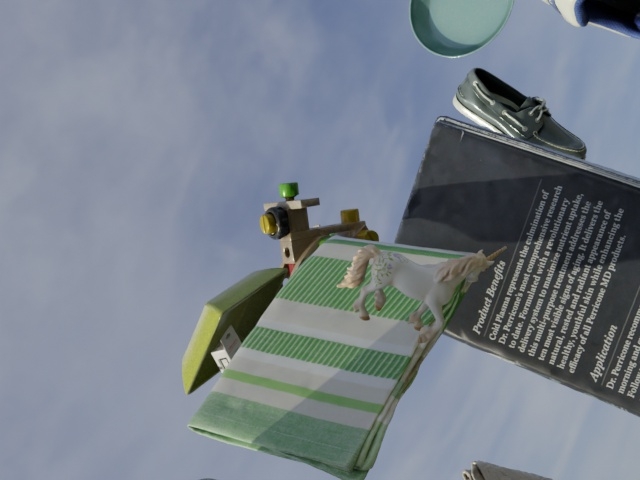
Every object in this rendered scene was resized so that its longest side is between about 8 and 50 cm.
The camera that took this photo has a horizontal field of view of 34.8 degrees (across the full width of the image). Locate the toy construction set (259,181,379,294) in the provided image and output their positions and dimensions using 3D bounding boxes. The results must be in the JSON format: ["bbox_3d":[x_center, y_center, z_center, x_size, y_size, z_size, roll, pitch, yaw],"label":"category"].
[{"bbox_3d":[0.000,0.000,1.857,0.309,0.257,0.237,-166,60,-82],"label":"toy construction set"}]

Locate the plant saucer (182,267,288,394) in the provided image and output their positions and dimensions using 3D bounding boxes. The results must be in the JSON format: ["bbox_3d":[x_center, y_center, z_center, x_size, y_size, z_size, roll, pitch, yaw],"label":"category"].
[{"bbox_3d":[-0.147,0.133,1.626,0.188,0.045,0.188,-35,-24,-52],"label":"plant saucer"}]

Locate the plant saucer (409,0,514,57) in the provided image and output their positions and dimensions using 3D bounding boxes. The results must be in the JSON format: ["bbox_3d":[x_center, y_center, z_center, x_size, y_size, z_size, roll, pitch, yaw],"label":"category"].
[{"bbox_3d":[0.148,-0.243,1.046,0.021,0.119,0.119,13,-86,-55],"label":"plant saucer"}]

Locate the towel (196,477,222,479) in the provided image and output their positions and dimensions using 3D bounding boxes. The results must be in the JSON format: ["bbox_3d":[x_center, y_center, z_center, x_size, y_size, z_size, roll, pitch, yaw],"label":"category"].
[{"bbox_3d":[-0.105,0.268,0.925,0.332,0.317,0.053,9,-97,-47],"label":"towel"}]

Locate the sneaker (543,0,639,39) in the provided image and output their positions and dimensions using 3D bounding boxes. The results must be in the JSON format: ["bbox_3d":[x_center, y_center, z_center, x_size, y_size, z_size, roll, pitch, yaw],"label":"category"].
[{"bbox_3d":[0.321,-0.225,0.930,0.296,0.131,0.112,-2,-42,-18],"label":"sneaker"}]

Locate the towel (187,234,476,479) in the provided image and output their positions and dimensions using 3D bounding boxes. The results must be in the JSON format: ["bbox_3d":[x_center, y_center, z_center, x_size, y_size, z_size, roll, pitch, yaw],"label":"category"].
[{"bbox_3d":[0.022,0.124,1.218,0.325,0.248,0.038,-56,-43,-31],"label":"towel"}]

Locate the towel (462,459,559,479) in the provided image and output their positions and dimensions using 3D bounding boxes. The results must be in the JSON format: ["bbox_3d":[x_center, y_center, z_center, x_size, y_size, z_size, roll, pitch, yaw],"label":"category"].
[{"bbox_3d":[0.373,0.467,1.708,0.282,0.187,0.049,18,-58,-32],"label":"towel"}]

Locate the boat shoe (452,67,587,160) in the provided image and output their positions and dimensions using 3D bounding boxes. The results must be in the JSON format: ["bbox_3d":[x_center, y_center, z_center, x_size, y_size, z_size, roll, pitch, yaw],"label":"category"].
[{"bbox_3d":[0.441,-0.269,2.214,0.116,0.319,0.099,-43,-21,-48],"label":"boat shoe"}]

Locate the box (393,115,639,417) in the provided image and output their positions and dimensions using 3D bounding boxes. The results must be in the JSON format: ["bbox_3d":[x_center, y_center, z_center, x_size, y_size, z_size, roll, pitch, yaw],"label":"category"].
[{"bbox_3d":[0.405,0.034,1.517,0.480,0.472,0.297,-3,-66,-66],"label":"box"}]

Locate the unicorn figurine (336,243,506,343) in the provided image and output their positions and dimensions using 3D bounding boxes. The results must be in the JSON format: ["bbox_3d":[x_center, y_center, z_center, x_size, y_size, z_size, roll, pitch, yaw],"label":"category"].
[{"bbox_3d":[0.106,0.047,1.074,0.060,0.162,0.111,-93,20,-61],"label":"unicorn figurine"}]

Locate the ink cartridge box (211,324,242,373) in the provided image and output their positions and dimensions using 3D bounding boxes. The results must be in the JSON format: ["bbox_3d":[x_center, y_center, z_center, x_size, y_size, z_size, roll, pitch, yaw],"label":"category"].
[{"bbox_3d":[-0.138,0.177,1.571,0.083,0.028,0.048,65,-154,-19],"label":"ink cartridge box"}]
